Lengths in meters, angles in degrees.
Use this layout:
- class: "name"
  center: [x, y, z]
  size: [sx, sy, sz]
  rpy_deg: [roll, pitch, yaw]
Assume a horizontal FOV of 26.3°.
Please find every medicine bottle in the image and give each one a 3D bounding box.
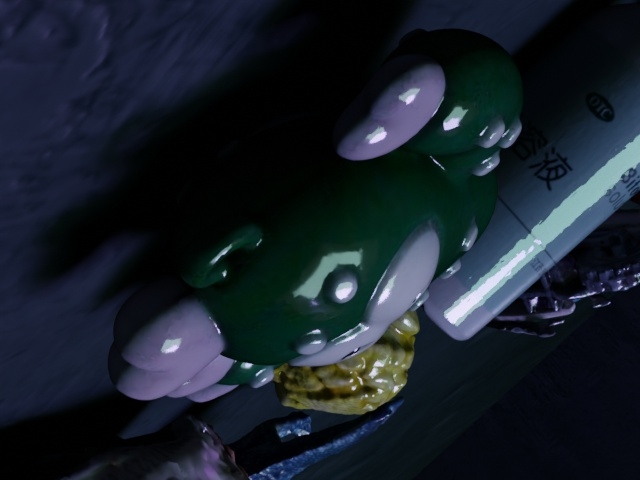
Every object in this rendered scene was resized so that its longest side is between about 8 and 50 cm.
- class: "medicine bottle"
  center: [0.186, -0.087, 0.895]
  size: [0.352, 0.110, 0.110]
  rpy_deg: [-42, 166, 5]

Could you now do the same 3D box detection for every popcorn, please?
- class: "popcorn"
  center: [0.009, 0.064, 0.931]
  size: [0.106, 0.121, 0.116]
  rpy_deg: [0, 125, -10]

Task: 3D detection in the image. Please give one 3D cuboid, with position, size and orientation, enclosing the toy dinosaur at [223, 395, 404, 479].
- class: "toy dinosaur"
  center: [-0.085, 0.193, 1.049]
  size: [0.363, 0.076, 0.147]
  rpy_deg: [-27, 173, 13]

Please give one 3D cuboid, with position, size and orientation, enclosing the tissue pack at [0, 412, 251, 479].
- class: "tissue pack"
  center: [-0.210, 0.242, 0.856]
  size: [0.332, 0.123, 0.245]
  rpy_deg: [-42, 172, 18]

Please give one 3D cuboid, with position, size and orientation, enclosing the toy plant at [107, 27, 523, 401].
- class: "toy plant"
  center: [0.002, -0.003, 0.657]
  size: [0.232, 0.112, 0.243]
  rpy_deg: [-41, 166, 1]

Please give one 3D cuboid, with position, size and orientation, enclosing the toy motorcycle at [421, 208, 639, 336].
- class: "toy motorcycle"
  center: [0.203, -0.010, 1.131]
  size: [0.204, 0.239, 0.108]
  rpy_deg: [-37, 127, -43]

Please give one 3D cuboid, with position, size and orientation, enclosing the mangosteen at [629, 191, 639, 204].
- class: "mangosteen"
  center: [0.255, -0.098, 1.014]
  size: [0.152, 0.152, 0.152]
  rpy_deg: [-38, 166, -11]
